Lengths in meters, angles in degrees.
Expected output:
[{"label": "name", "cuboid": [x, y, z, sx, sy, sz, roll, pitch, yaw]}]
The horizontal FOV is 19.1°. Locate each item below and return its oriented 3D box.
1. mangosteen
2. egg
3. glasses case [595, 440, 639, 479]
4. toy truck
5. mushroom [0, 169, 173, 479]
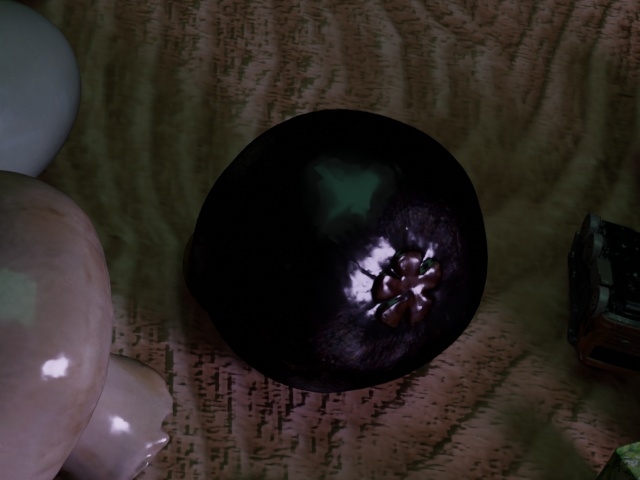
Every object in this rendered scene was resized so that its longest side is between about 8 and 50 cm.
[{"label": "mangosteen", "cuboid": [0.000, 0.000, 1.760, 0.275, 0.275, 0.302, -10, 19, -29]}, {"label": "egg", "cuboid": [-0.348, -0.122, 1.753, 0.282, 0.203, 0.203, -31, 63, -35]}, {"label": "glasses case", "cuboid": [0.337, 0.307, 1.672, 0.062, 0.095, 0.272, -11, 52, -35]}, {"label": "toy truck", "cuboid": [0.298, 0.052, 1.915, 0.083, 0.092, 0.192, 15, 36, -8]}, {"label": "mushroom", "cuboid": [-0.255, 0.095, 1.535, 0.290, 0.297, 0.297, 18, 38, -39]}]
